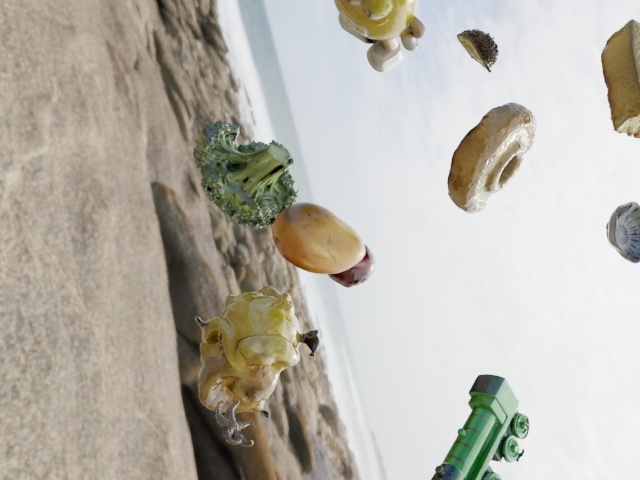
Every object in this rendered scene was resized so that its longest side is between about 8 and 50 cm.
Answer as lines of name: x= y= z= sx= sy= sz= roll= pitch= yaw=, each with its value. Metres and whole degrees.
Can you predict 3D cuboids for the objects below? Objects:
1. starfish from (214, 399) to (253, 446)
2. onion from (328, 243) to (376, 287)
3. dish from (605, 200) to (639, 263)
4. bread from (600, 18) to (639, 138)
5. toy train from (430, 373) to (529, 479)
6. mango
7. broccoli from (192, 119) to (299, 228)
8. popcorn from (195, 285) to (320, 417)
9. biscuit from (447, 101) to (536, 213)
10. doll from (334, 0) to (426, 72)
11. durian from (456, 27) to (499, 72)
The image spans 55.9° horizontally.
starfish: x=-0.146 y=0.306 z=1.017 sx=0.078 sy=0.028 sz=0.091 roll=35 pitch=24 yaw=-24
onion: x=0.070 y=0.052 z=1.450 sx=0.131 sy=0.131 sz=0.131 roll=-14 pitch=90 yaw=-89
dish: x=0.903 y=-0.020 z=1.791 sx=0.066 sy=0.191 sz=0.190 roll=-16 pitch=-93 yaw=60
bread: x=0.789 y=-0.380 z=1.469 sx=0.114 sy=0.185 sz=0.274 roll=145 pitch=-47 yaw=-60
toy train: x=0.256 y=0.341 z=0.985 sx=0.085 sy=0.251 sz=0.119 roll=-10 pitch=-61 yaw=49
mango: x=0.000 y=0.000 z=1.299 sx=0.112 sy=0.219 sz=0.145 roll=-18 pitch=-126 yaw=66
broccoli: x=-0.204 y=-0.224 z=1.827 sx=0.375 sy=0.302 sz=0.249 roll=49 pitch=26 yaw=-15
popcorn: x=-0.174 y=0.249 z=1.400 sx=0.281 sy=0.316 sz=0.297 roll=34 pitch=-15 yaw=-17
biscuit: x=0.393 y=-0.191 z=1.385 sx=0.091 sy=0.274 sz=0.213 roll=42 pitch=12 yaw=31
doll: x=0.110 y=-0.562 z=1.421 sx=0.348 sy=0.161 sz=0.423 roll=34 pitch=-4 yaw=35
durian: x=0.409 y=-0.486 z=1.519 sx=0.140 sy=0.071 sz=0.110 roll=59 pitch=20 yaw=22
